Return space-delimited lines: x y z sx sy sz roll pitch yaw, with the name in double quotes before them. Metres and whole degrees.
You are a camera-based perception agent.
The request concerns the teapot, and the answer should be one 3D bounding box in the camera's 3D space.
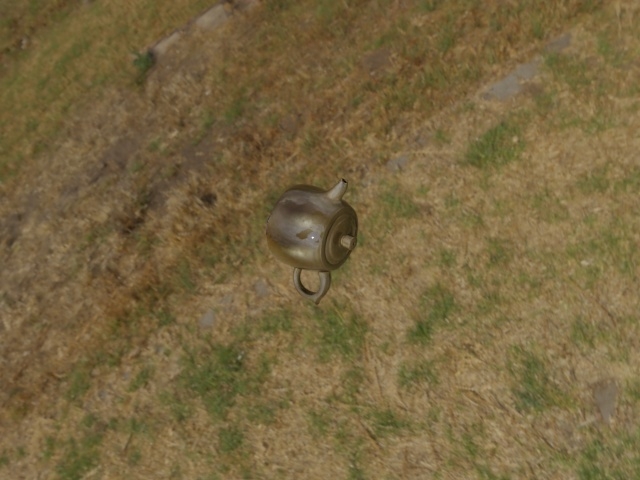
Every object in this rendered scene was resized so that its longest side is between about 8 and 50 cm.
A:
"teapot" 0.000 0.000 0.642 0.068 0.076 0.121 20 110 31
